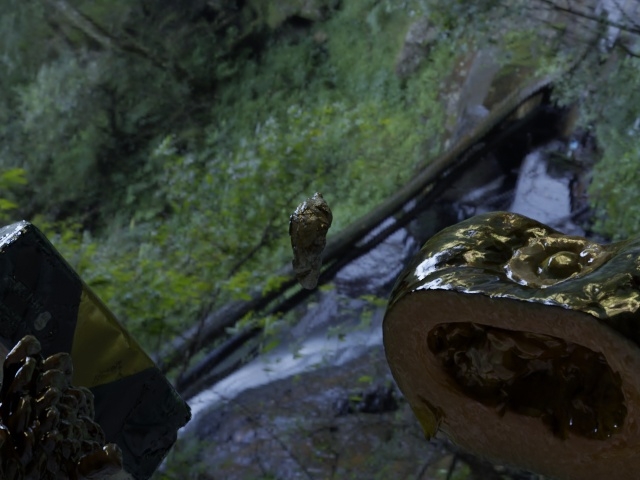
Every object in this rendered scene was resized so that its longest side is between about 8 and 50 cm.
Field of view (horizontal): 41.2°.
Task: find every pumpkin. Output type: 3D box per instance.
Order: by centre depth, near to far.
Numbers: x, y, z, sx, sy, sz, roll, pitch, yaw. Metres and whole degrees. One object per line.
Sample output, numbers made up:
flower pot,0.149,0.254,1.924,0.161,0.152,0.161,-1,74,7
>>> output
pumpkin,0.199,0.101,0.670,0.317,0.139,0.222,5,124,46

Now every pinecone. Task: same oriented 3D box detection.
pinecone,-0.309,0.199,0.689,0.244,0.309,0.244,2,-90,-88

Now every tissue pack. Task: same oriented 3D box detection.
tissue pack,-0.432,0.210,1.270,0.264,0.416,0.253,-13,31,40

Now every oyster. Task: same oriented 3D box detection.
oyster,0.000,0.000,0.843,0.081,0.038,0.083,-51,-50,-58
